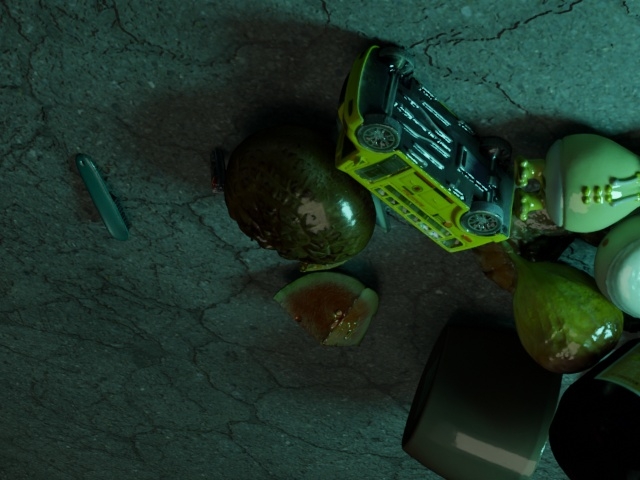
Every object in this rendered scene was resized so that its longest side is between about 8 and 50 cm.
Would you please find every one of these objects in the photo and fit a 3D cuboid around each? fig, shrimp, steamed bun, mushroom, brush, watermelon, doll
[{"bbox_3d":[0.348,0.079,1.649,0.257,0.159,0.159,50,141,5],"label":"fig"},{"bbox_3d":[0.421,0.047,1.716,0.365,0.071,0.233,22,139,-2],"label":"shrimp"},{"bbox_3d":[0.512,0.026,1.576,0.228,0.131,0.177,-7,119,0],"label":"steamed bun"},{"bbox_3d":[-0.031,-0.061,1.620,0.253,0.153,0.253,26,153,15],"label":"mushroom"},{"bbox_3d":[-0.373,-0.078,1.851,0.043,0.032,0.193,2,132,24],"label":"brush"},{"bbox_3d":[0.031,0.109,1.917,0.193,0.137,0.145,28,108,-19],"label":"watermelon"},{"bbox_3d":[0.418,-0.081,1.486,0.296,0.117,0.141,-1,106,17],"label":"doll"}]

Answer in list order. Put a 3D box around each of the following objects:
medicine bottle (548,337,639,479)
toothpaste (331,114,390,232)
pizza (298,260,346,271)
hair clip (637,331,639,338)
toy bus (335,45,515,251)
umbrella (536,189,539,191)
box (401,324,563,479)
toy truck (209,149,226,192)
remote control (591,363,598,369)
[{"bbox_3d":[0.554,0.235,1.646,0.242,0.395,0.242,37,146,31],"label":"medicine bottle"},{"bbox_3d":[0.056,-0.102,1.652,0.069,0.047,0.268,-6,145,9],"label":"toothpaste"},{"bbox_3d":[0.000,0.000,1.814,0.178,0.041,0.131,-17,133,37],"label":"pizza"},{"bbox_3d":[0.629,0.224,1.900,0.140,0.054,0.220,-25,132,36],"label":"hair clip"},{"bbox_3d":[0.134,-0.121,1.510,0.152,0.144,0.330,-22,133,42],"label":"toy bus"},{"bbox_3d":[0.402,-0.078,1.578,0.165,0.025,0.027,-2,123,17],"label":"umbrella"},{"bbox_3d":[0.283,0.304,1.927,0.216,0.301,0.301,19,145,1],"label":"box"},{"bbox_3d":[-0.160,-0.105,1.685,0.024,0.083,0.032,5,142,-17],"label":"toy truck"},{"bbox_3d":[0.529,0.280,2.027,0.065,0.029,0.166,12,145,2],"label":"remote control"}]
